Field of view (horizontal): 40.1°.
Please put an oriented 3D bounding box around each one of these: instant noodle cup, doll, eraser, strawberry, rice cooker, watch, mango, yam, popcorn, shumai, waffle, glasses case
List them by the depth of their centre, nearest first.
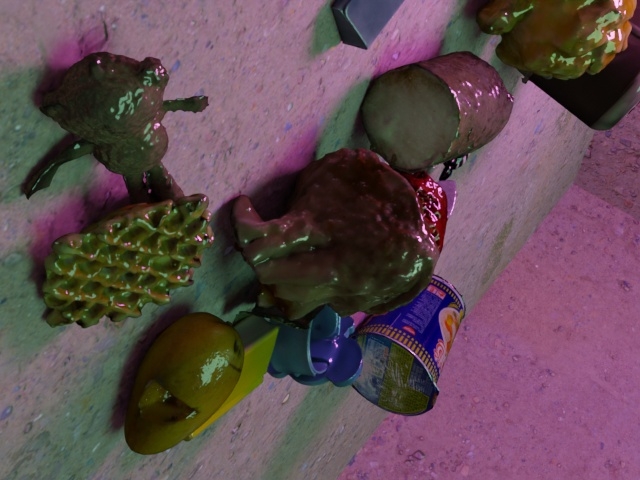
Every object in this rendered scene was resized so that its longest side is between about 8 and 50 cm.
[{"bbox_3d":[-0.199,-0.107,0.961,0.202,0.091,0.286,-28,156,19],"label":"doll"},{"bbox_3d":[-0.230,0.025,1.060,0.223,0.054,0.204,-20,149,-27],"label":"waffle"},{"bbox_3d":[0.121,-0.408,1.296,0.266,0.056,0.105,-54,161,-9],"label":"glasses case"},{"bbox_3d":[0.000,0.000,1.343,0.262,0.314,0.267,-11,117,-42],"label":"shumai"},{"bbox_3d":[-0.219,0.228,1.369,0.167,0.130,0.262,-11,136,-55],"label":"mango"},{"bbox_3d":[-0.177,0.242,1.570,0.226,0.069,0.158,-32,150,-49],"label":"eraser"},{"bbox_3d":[0.096,-0.012,1.598,0.220,0.274,0.274,16,108,-39],"label":"strawberry"},{"bbox_3d":[0.222,-0.240,1.602,0.300,0.195,0.195,-26,144,-54],"label":"yam"},{"bbox_3d":[-0.025,0.178,1.717,0.211,0.211,0.193,-48,142,-25],"label":"watch"},{"bbox_3d":[0.482,-0.454,1.758,0.274,0.279,0.335,-35,-162,52],"label":"popcorn"},{"bbox_3d":[0.643,-0.463,2.048,0.335,0.325,0.335,-49,174,-7],"label":"rice cooker"},{"bbox_3d":[0.335,-0.231,2.061,0.219,0.067,0.091,-53,171,-27],"label":"doll"},{"bbox_3d":[0.238,0.253,2.311,0.312,0.284,0.284,-50,161,-41],"label":"instant noodle cup"}]

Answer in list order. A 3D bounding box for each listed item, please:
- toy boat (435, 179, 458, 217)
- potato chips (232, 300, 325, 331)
[{"bbox_3d":[0.226,-0.027,2.085,0.276,0.111,0.293,-49,170,-10],"label":"toy boat"},{"bbox_3d":[-0.075,0.112,1.497,0.228,0.167,0.059,-50,129,-66],"label":"potato chips"}]
